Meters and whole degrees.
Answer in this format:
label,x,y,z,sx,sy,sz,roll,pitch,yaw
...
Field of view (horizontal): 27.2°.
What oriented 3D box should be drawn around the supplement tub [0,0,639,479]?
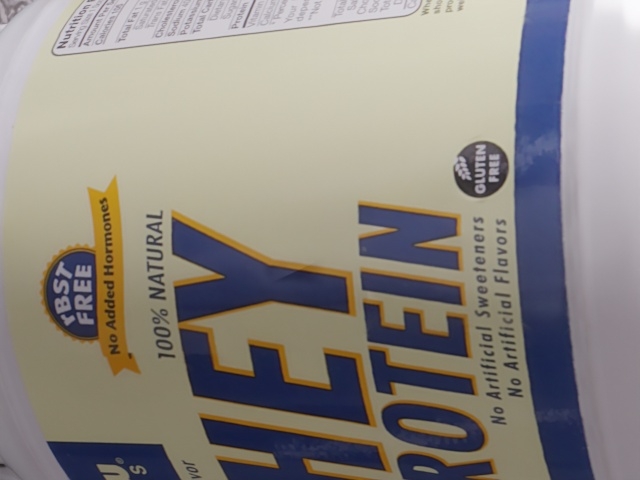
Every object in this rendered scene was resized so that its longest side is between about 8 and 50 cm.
label,x,y,z,sx,sy,sz,roll,pitch,yaw
supplement tub,0.000,0.000,0.532,0.325,0.235,0.235,-3,95,24
